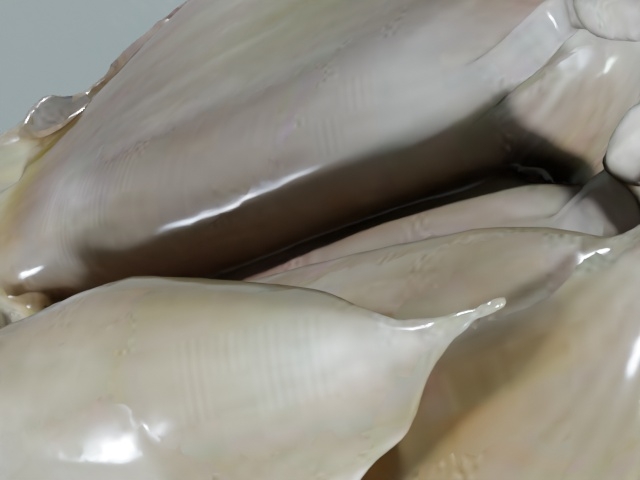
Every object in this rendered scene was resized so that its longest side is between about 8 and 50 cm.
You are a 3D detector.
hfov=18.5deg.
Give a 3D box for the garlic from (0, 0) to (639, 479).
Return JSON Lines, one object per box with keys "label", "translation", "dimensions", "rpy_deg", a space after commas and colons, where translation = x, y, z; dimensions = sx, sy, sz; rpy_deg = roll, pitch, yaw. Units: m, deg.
{"label": "garlic", "translation": [0.000, 0.000, 0.511], "dimensions": [0.237, 0.292, 0.210], "rpy_deg": [-3, 77, -60]}
